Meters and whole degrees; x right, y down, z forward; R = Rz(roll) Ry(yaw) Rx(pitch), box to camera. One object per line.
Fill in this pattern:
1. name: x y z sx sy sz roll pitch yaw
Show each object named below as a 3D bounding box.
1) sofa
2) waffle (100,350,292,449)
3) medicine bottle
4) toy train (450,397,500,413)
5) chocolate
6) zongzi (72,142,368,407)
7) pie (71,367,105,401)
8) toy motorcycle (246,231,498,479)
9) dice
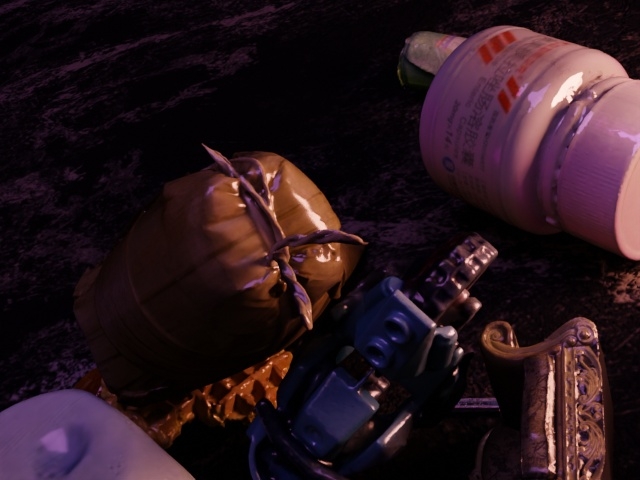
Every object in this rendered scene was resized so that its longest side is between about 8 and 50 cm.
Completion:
1. sofa: 0.209 0.229 1.010 0.182 0.200 0.258 -6 45 18
2. waffle: -0.156 0.182 1.288 0.253 0.056 0.249 7 36 -1
3. medicine bottle: 0.319 -0.128 1.292 0.256 0.256 0.325 -41 45 -18
4. toy train: 0.179 0.202 1.192 0.083 0.017 0.017 -5 51 22
5. chocolate: 0.273 -0.277 1.599 0.291 0.110 0.110 16 55 35
6. zongzi: -0.011 -0.020 1.145 0.467 0.218 0.500 -28 -6 -36
7. pie: -0.285 0.242 1.338 0.193 0.079 0.163 21 63 38
8. toy motorcycle: 0.048 0.157 1.041 0.172 0.416 0.232 44 51 9
9. dice: -0.263 0.344 1.067 0.265 0.268 0.262 21 58 41
